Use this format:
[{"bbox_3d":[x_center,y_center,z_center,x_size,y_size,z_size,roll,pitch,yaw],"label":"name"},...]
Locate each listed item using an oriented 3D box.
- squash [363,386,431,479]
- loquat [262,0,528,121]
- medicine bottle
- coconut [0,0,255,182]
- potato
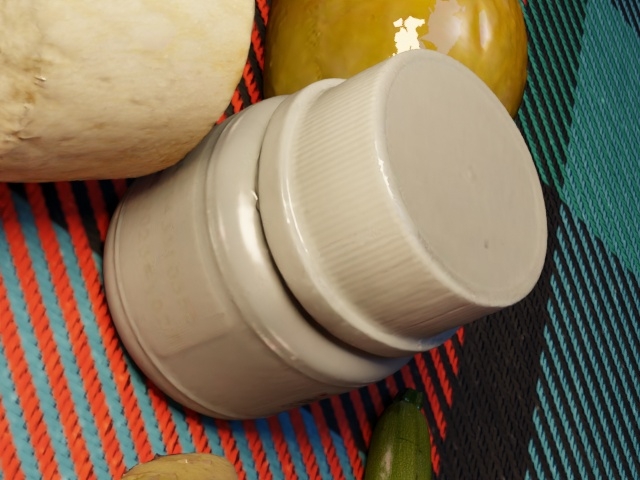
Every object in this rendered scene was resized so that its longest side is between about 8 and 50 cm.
[{"bbox_3d":[0.069,0.241,1.012,0.066,0.066,0.252,35,48,-31],"label":"squash"},{"bbox_3d":[0.062,-0.179,1.071,0.276,0.276,0.284,40,67,-27],"label":"loquat"},{"bbox_3d":[0.000,0.000,0.870,0.245,0.306,0.245,23,56,-38],"label":"medicine bottle"},{"bbox_3d":[-0.182,-0.178,0.782,0.329,0.329,0.329,23,55,-39],"label":"coconut"},{"bbox_3d":[-0.113,0.210,0.812,0.100,0.089,0.172,40,48,-24],"label":"potato"}]
